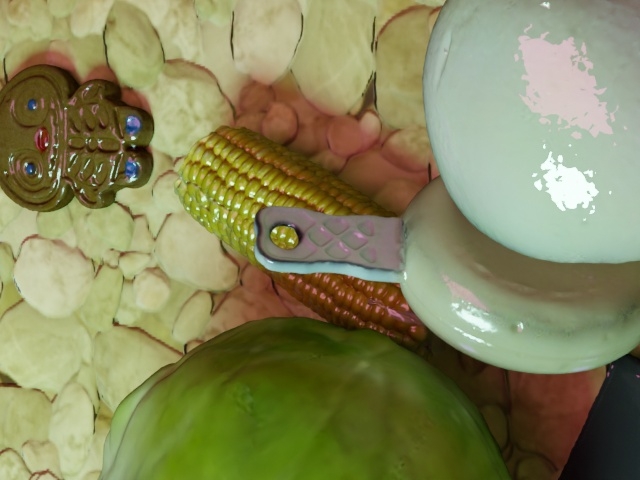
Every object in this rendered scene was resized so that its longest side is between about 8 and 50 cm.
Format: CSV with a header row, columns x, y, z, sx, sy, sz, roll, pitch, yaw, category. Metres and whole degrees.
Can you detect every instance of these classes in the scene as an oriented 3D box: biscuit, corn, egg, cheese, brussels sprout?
x,y,z,sx,sy,sz,roll,pitch,yaw,category
-0.213,-0.084,1.382,0.175,0.026,0.124,5,96,34,biscuit
0.000,0.000,1.203,0.244,0.093,0.093,33,110,28,corn
0.167,-0.108,1.006,0.271,0.206,0.161,17,142,40,egg
0.090,0.024,1.078,0.071,0.249,0.163,108,144,-47,cheese
-0.007,0.217,1.137,0.344,0.268,0.344,-19,65,48,brussels sprout

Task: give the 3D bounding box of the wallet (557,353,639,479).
x,y,z,sx,sy,sz,roll,pitch,yaw,category
0.271,0.180,1.074,0.244,0.025,0.124,30,109,30,wallet
